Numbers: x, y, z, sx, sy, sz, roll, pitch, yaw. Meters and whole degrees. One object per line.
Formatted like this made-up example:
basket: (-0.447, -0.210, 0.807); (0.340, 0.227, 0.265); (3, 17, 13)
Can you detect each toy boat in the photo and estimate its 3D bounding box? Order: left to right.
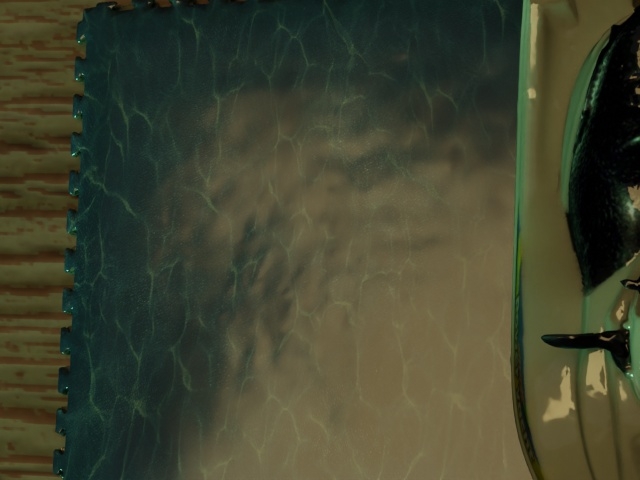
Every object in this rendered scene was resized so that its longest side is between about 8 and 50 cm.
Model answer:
toy boat: (0.150, -0.001, 0.769); (0.140, 0.141, 0.269); (-3, 61, 14)

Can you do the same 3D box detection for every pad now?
pad: (0.000, 0.000, 0.870); (0.269, 0.012, 0.270); (-4, 75, 13)
